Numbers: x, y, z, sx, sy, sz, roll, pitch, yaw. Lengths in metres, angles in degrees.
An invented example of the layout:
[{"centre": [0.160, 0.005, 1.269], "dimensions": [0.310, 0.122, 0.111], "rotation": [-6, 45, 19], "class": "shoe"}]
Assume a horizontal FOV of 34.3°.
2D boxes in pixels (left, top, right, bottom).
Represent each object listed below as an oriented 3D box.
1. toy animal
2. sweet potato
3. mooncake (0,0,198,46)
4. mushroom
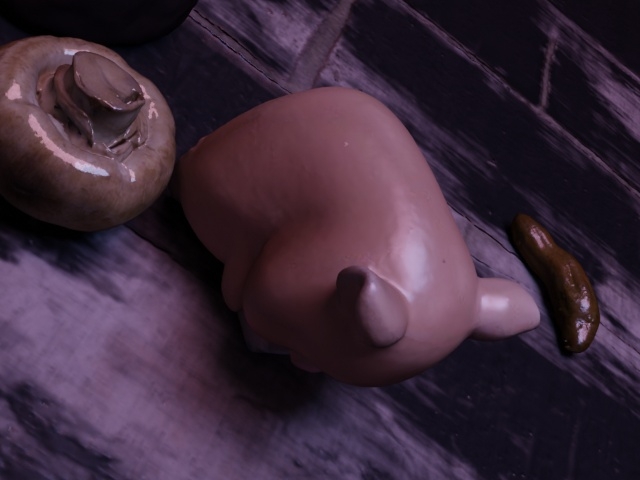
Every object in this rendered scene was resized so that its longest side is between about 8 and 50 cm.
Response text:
[{"centre": [0.001, 0.004, 0.811], "dimensions": [0.195, 0.213, 0.256], "rotation": [2, 55, -46], "class": "toy animal"}, {"centre": [0.265, 0.041, 1.149], "dimensions": [0.053, 0.054, 0.182], "rotation": [14, 44, -46], "class": "sweet potato"}, {"centre": [-0.223, -0.319, 0.965], "dimensions": [0.283, 0.141, 0.283], "rotation": [27, 39, -24], "class": "mooncake"}, {"centre": [-0.186, -0.088, 0.795], "dimensions": [0.166, 0.127, 0.166], "rotation": [31, 35, -25], "class": "mushroom"}]
